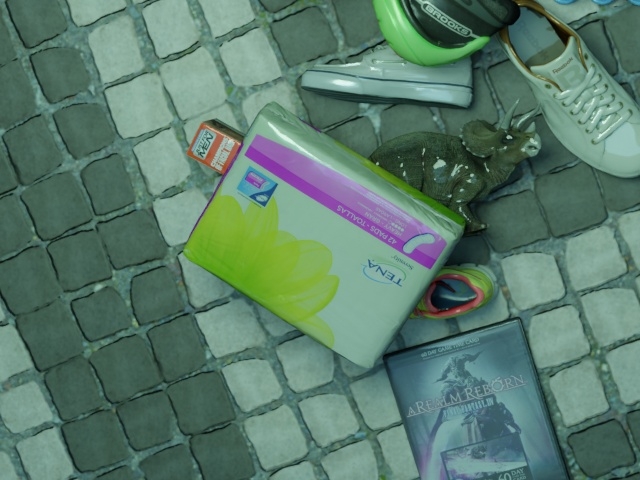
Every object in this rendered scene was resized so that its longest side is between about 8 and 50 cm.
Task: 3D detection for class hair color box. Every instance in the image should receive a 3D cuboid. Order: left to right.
[{"bbox_3d":[-0.087,-0.101,1.803,0.167,0.093,0.053,27,101,3],"label":"hair color box"}]

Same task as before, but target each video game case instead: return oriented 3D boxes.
[{"bbox_3d":[0.218,0.260,1.847,0.196,0.026,0.274,-17,96,10],"label":"video game case"}]

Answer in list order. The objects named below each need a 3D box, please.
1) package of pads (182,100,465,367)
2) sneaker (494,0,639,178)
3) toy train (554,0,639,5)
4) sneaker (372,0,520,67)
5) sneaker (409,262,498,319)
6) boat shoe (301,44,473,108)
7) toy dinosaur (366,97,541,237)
[{"bbox_3d":[0.000,0.000,1.710,0.296,0.101,0.229,31,112,0],"label":"package of pads"},{"bbox_3d":[0.320,-0.189,1.719,0.106,0.123,0.290,-43,92,10],"label":"sneaker"},{"bbox_3d":[0.360,-0.354,1.712,0.184,0.080,0.105,2,93,8],"label":"toy train"},{"bbox_3d":[0.136,-0.462,1.661,0.202,0.185,0.483,-12,96,18],"label":"sneaker"},{"bbox_3d":[0.129,0.070,1.797,0.208,0.094,0.081,-9,98,11],"label":"sneaker"},{"bbox_3d":[0.089,-0.220,1.777,0.226,0.083,0.076,6,87,-4],"label":"boat shoe"},{"bbox_3d":[0.144,-0.082,1.779,0.313,0.121,0.160,-6,85,15],"label":"toy dinosaur"}]
